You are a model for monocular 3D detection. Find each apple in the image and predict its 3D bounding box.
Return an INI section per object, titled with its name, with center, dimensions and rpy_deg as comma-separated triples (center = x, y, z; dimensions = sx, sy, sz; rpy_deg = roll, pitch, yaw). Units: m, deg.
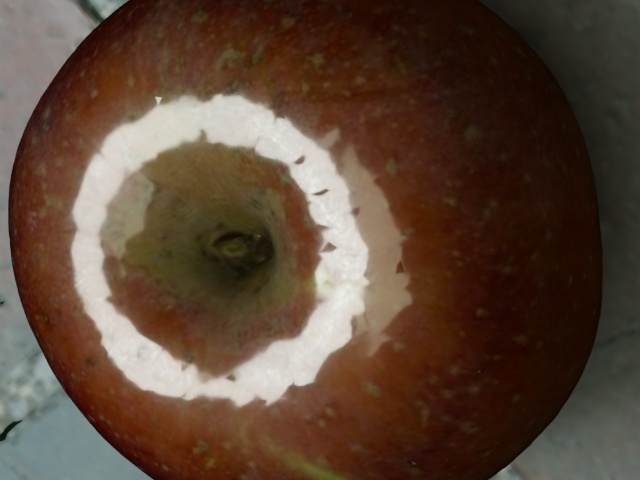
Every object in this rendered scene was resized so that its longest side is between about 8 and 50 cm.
[apple]
center = 0.000, 0.000, 0.656
dimensions = 0.201, 0.162, 0.201
rpy_deg = 2, 96, 22
